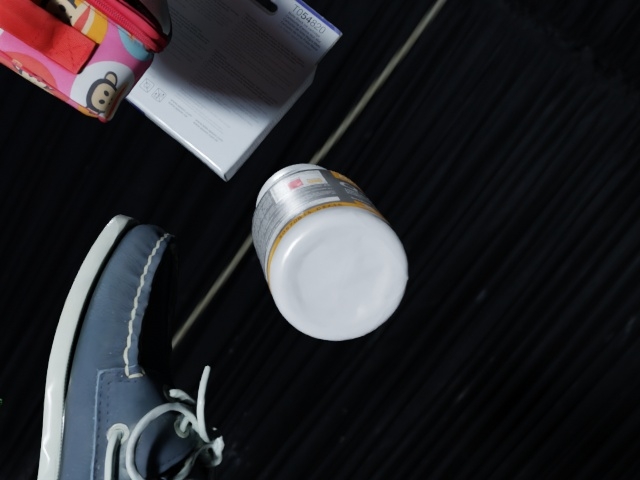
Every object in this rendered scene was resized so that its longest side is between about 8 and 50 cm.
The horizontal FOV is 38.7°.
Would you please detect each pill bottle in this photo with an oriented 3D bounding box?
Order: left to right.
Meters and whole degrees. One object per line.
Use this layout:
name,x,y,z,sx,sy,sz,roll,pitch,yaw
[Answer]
pill bottle,0.000,0.000,1.135,0.162,0.162,0.278,27,12,-18

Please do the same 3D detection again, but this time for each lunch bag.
lunch bag,-0.272,-0.217,0.748,0.293,0.120,0.258,35,5,-23

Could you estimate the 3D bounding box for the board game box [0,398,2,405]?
board game box,-0.429,0.175,0.736,0.317,0.213,0.046,19,2,15

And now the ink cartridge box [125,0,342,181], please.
ink cartridge box,-0.126,-0.224,1.091,0.223,0.224,0.045,40,-6,5

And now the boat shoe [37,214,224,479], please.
boat shoe,-0.084,0.108,0.407,0.079,0.095,0.254,2,62,9

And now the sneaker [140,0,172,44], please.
sneaker,-0.225,-0.339,0.958,0.090,0.145,0.270,-19,77,-25
